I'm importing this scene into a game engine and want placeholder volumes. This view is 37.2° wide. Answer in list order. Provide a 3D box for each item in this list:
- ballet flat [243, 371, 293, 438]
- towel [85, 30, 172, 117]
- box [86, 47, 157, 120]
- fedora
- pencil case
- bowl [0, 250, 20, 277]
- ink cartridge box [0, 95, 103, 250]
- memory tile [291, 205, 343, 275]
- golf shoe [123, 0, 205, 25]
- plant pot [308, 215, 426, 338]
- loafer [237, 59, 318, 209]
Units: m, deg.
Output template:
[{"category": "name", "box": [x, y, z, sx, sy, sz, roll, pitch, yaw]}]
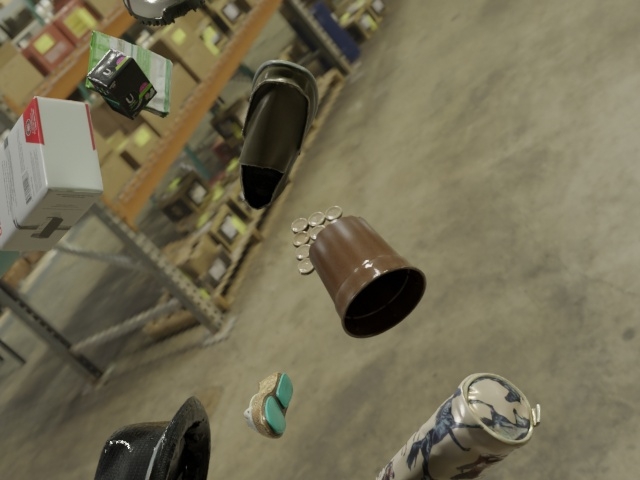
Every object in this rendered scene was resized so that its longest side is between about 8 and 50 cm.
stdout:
[{"category": "ballet flat", "box": [-0.091, 0.287, 1.598, 0.067, 0.073, 0.206, -25, 7, 11]}, {"category": "towel", "box": [-0.317, -0.275, 1.581, 0.023, 0.152, 0.113, -24, 59, 45]}, {"category": "box", "box": [-0.297, -0.234, 1.423, 0.052, 0.083, 0.062, 28, 72, 32]}, {"category": "fedora", "box": [-0.309, 0.427, 1.693, 0.152, 0.334, 0.334, 6, 38, 10]}, {"category": "pencil case", "box": [0.254, 0.437, 1.864, 0.410, 0.183, 0.160, -56, 28, 33]}, {"category": "bowl", "box": [-0.861, 0.046, 2.158, 0.311, 0.311, 0.163, -12, 56, 51]}, {"category": "ink cartridge box", "box": [-0.536, -0.120, 1.831, 0.273, 0.114, 0.197, -35, 62, 45]}, {"category": "memory tile", "box": [0.000, 0.000, 1.851, 0.113, 0.012, 0.148, -20, 46, 10]}, {"category": "golf shoe", "box": [-0.241, -0.383, 1.255, 0.105, 0.120, 0.273, -31, 52, -5]}, {"category": "plant pot", "box": [0.071, 0.053, 1.652, 0.167, 0.167, 0.165, -40, 53, 6]}, {"category": "loafer", "box": [-0.061, -0.133, 1.284, 0.251, 0.094, 0.087, 102, 178, -50]}]
